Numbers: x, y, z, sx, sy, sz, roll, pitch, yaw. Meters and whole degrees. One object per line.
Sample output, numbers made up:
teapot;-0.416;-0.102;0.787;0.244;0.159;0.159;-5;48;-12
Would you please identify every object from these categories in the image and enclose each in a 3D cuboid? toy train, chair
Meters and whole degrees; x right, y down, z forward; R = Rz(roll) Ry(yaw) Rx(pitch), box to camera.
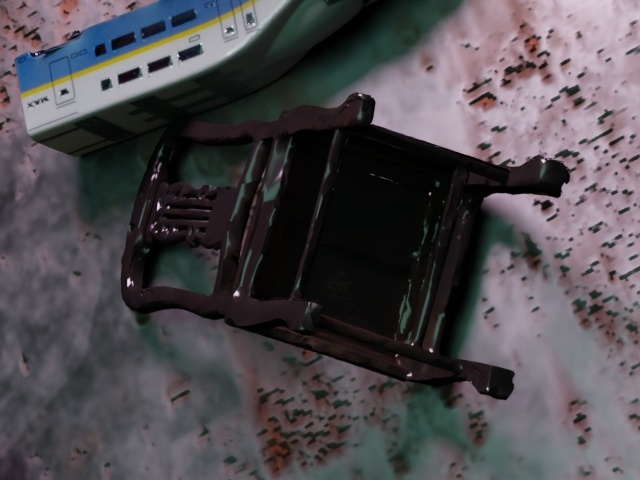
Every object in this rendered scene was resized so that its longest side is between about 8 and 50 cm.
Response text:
toy train;-0.039;-0.102;0.964;0.234;0.052;0.051;-18;72;23
chair;0.000;0.000;0.907;0.229;0.113;0.106;3;75;67
